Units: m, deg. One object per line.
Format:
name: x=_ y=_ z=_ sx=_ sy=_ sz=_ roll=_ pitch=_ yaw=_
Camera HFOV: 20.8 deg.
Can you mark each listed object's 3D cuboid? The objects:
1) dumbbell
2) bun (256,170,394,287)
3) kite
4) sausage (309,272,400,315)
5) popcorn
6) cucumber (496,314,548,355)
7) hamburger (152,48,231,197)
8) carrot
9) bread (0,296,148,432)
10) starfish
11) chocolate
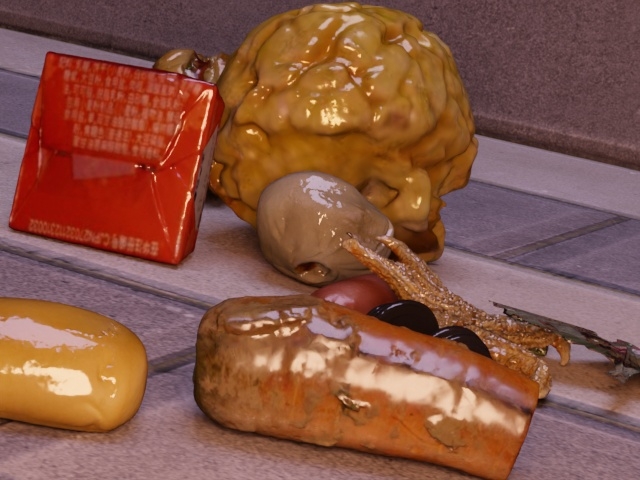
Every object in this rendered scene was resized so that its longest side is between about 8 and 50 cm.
dumbbell: x=0.099 y=0.117 z=1.710 sx=0.099 sy=0.099 sz=0.208 roll=2 pitch=15 yaw=-35
bun: x=0.000 y=0.000 z=2.160 sx=0.173 sy=0.166 sz=0.113 roll=6 pitch=53 yaw=19
kite: x=0.334 y=0.133 z=1.928 sx=0.323 sy=0.013 sz=0.268 roll=24 pitch=8 yaw=8
sausage: x=0.050 y=0.074 z=1.952 sx=0.077 sy=0.077 sz=0.194 roll=16 pitch=14 yaw=28
popcorn: x=0.028 y=-0.154 z=2.353 sx=0.344 sy=0.390 sz=0.354 roll=3 pitch=42 yaw=33
cucumber: x=0.216 y=0.104 z=2.036 sx=0.107 sy=0.035 sz=0.067 roll=10 pitch=13 yaw=11
hamburger: x=-0.188 y=-0.177 z=2.631 sx=0.163 sy=0.244 sz=0.244 roll=10 pitch=11 yaw=2
carrot: x=0.035 y=0.128 z=1.545 sx=0.302 sy=0.139 sz=0.139 roll=17 pitch=11 yaw=0
bread: x=-0.257 y=0.100 z=1.511 sx=0.217 sy=0.098 sz=0.147 roll=9 pitch=8 yaw=-10
starfish: x=0.145 y=0.086 z=1.907 sx=0.302 sy=0.060 sz=0.299 roll=37 pitch=19 yaw=24
chocolate: x=-0.250 y=-0.102 z=2.204 sx=0.237 sy=0.235 sz=0.108 roll=11 pitch=-1 yaw=14
